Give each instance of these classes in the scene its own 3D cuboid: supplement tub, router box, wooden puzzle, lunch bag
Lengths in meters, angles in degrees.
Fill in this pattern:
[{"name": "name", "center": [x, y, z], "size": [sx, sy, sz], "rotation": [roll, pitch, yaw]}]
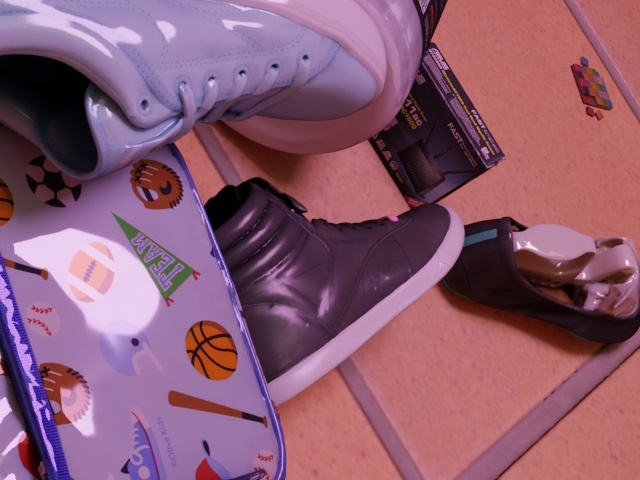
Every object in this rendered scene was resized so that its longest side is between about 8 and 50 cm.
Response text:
[{"name": "supplement tub", "center": [0.017, -0.234, 1.125], "size": [0.193, 0.193, 0.316], "rotation": [42, 43, -17]}, {"name": "router box", "center": [0.092, -0.098, 1.188], "size": [0.038, 0.092, 0.122], "rotation": [-30, 87, -50]}, {"name": "wooden puzzle", "center": [0.304, -0.171, 1.513], "size": [0.049, 0.006, 0.083], "rotation": [7, 60, -42]}, {"name": "lunch bag", "center": [-0.160, 0.069, 0.816], "size": [0.243, 0.115, 0.303], "rotation": [-6, 68, -44]}]

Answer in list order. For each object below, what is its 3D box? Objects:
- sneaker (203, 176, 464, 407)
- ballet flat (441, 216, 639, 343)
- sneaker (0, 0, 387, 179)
[{"name": "sneaker", "center": [0.000, 0.000, 1.021], "size": [0.295, 0.104, 0.147], "rotation": [-37, 98, -46]}, {"name": "ballet flat", "center": [0.231, 0.036, 1.235], "size": [0.280, 0.096, 0.095], "rotation": [12, 57, -40]}, {"name": "sneaker", "center": [-0.112, -0.097, 0.821], "size": [0.365, 0.135, 0.150], "rotation": [10, 69, -33]}]
